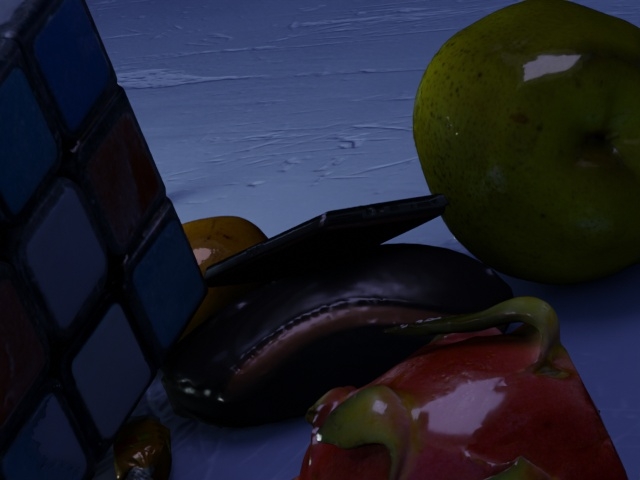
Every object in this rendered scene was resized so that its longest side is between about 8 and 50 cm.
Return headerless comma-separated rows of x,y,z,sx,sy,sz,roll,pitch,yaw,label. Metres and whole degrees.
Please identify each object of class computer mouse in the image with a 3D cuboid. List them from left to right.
0.012,0.073,1.516,0.323,0.116,0.183,-15,13,-6,computer mouse

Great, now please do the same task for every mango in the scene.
-0.144,0.052,1.664,0.219,0.112,0.145,-25,29,-24,mango

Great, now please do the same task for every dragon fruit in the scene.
0.086,0.162,1.080,0.227,0.224,0.224,-17,20,-3,dragon fruit

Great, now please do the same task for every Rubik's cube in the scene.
-0.347,0.015,1.397,0.362,0.359,0.363,-2,39,29,Rubik's cube

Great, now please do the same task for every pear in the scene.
0.226,-0.091,1.617,0.294,0.294,0.294,-11,20,4,pear

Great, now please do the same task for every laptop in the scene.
0.000,0.000,1.553,0.154,0.026,0.207,-7,-11,-35,laptop

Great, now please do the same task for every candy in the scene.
-0.148,0.183,1.410,0.053,0.046,0.182,-16,15,-2,candy

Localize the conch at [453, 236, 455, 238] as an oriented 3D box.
0.253,-0.062,1.798,0.233,0.086,0.080,-38,71,-24,conch
